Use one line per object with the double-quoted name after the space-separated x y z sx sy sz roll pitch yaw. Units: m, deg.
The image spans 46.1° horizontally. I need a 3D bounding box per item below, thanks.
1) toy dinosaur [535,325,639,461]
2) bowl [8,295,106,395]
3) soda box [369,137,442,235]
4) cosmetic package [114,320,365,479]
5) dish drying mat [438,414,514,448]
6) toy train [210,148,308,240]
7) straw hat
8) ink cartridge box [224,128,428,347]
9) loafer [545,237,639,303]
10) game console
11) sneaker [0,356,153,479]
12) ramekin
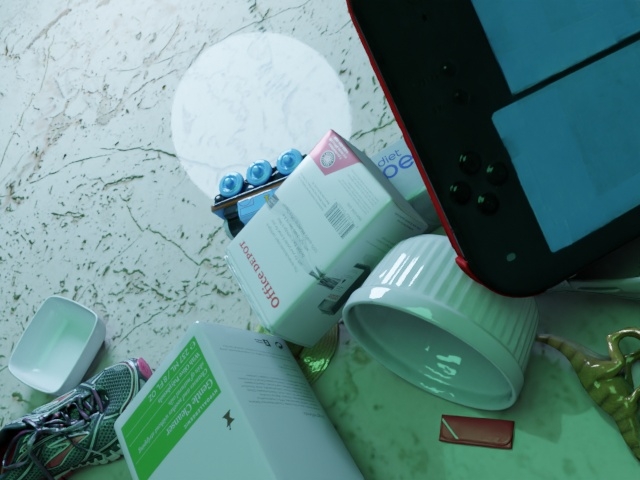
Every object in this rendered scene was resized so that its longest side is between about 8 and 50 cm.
0.295 0.137 0.793 0.112 0.064 0.211 -40 51 4 "toy dinosaur"
-0.399 0.166 1.161 0.142 0.053 0.142 16 71 33 "bowl"
0.203 -0.118 0.974 0.286 0.091 0.098 -30 53 10 "soda box"
-0.066 0.288 0.818 0.197 0.155 0.365 -51 48 17 "cosmetic package"
0.175 0.215 0.848 0.083 0.008 0.032 -1 61 28 "dish drying mat"
-0.073 -0.061 1.102 0.184 0.080 0.105 -19 61 18 "toy train"
-0.053 0.128 0.989 0.144 0.061 0.144 -13 58 21 "straw hat"
0.000 0.000 0.928 0.218 0.092 0.158 -46 48 13 "ink cartridge box"
0.287 0.006 0.842 0.319 0.111 0.112 8 67 32 "loafer"
0.250 -0.163 0.725 0.386 0.342 0.060 -27 12 -13 "game console"
-0.355 0.268 1.041 0.299 0.112 0.121 -38 52 3 "sneaker"
0.138 0.085 0.825 0.207 0.207 0.109 15 62 34 "ramekin"
